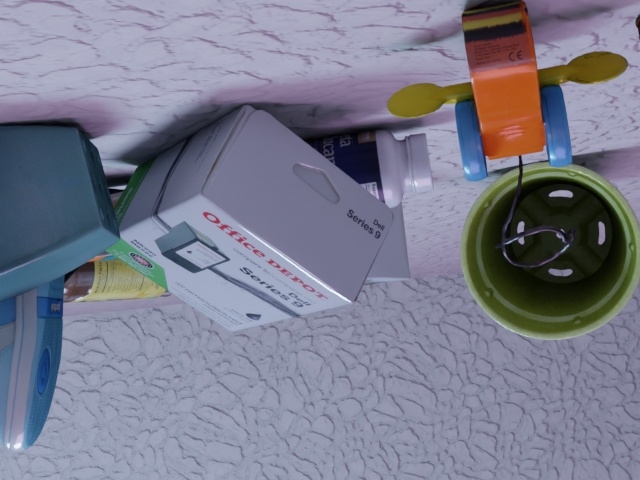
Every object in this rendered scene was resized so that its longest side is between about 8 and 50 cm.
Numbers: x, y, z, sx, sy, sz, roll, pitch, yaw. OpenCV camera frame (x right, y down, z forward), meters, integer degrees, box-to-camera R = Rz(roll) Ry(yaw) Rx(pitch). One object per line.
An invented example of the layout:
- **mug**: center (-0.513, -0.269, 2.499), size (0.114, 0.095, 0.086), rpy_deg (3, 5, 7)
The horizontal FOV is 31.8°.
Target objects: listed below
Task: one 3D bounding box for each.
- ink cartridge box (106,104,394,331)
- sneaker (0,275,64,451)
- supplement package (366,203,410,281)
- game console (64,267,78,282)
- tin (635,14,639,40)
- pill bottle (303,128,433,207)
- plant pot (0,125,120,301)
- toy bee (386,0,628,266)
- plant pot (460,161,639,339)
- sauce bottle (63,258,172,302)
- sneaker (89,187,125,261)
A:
- **ink cartridge box**: center (-0.090, -0.013, 1.249), size (0.211, 0.121, 0.289), rpy_deg (35, 154, -20)
- **sneaker**: center (-0.401, 0.074, 1.262), size (0.208, 0.319, 0.127), rpy_deg (1, 168, -2)
- **supplement package**: center (0.000, 0.000, 1.701), size (0.203, 0.149, 0.194), rpy_deg (-10, 173, 29)
- **game console**: center (-0.373, 0.005, 1.434), size (0.107, 0.122, 0.071), rpy_deg (-51, 171, -29)
- **tin**: center (0.338, -0.195, 0.953), size (0.106, 0.040, 0.190), rpy_deg (-11, 173, -3)
- **pill bottle**: center (0.045, -0.080, 1.324), size (0.169, 0.094, 0.094), rpy_deg (-8, 173, 5)
- **plant pot**: center (-0.333, -0.024, 1.131), size (0.234, 0.165, 0.166), rpy_deg (-15, 173, -2)
- **toy bee**: center (0.156, -0.123, 1.005), size (0.195, 0.162, 0.298), rpy_deg (2, 147, -8)
- **plant pot**: center (0.383, 0.004, 1.829), size (0.276, 0.276, 0.254), rpy_deg (-10, -176, 17)
- **sauce bottle**: center (-0.386, 0.046, 1.836), size (0.344, 0.111, 0.111), rpy_deg (1, 169, -42)
- **sneaker**: center (-0.318, -0.015, 1.412), size (0.302, 0.108, 0.121), rpy_deg (-1, 175, -18)
